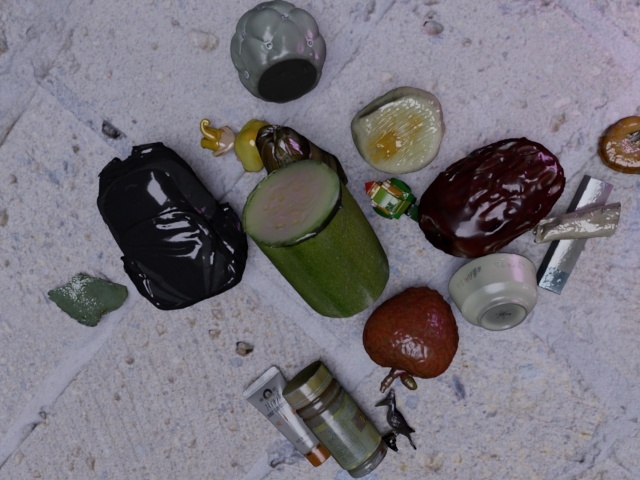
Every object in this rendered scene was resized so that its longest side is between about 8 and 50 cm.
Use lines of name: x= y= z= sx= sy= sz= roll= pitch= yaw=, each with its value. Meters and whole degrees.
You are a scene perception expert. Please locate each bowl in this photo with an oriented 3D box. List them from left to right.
bowl: x=0.461 y=0.151 z=1.574 sx=0.238 sy=0.126 sz=0.237 roll=-2 pitch=137 yaw=-2

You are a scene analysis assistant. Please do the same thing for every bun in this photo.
bun: x=0.206 y=-0.296 z=1.554 sx=0.244 sy=0.153 sz=0.243 roll=3 pitch=123 yaw=5

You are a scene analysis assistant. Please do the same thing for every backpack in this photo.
backpack: x=-0.411 y=-0.046 z=1.632 sx=0.363 sy=0.255 sz=0.445 roll=-21 pitch=113 yaw=12

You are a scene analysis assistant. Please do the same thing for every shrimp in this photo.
shrimp: x=0.842 y=-0.231 z=1.537 sx=0.249 sy=0.068 sz=0.150 roll=18 pitch=98 yaw=8

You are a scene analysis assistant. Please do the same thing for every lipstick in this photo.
lipstick: x=0.670 y=-0.015 z=1.600 sx=0.068 sy=0.066 sz=0.317 roll=22 pitch=104 yaw=4

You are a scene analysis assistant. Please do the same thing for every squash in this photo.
squash: x=0.000 y=0.000 z=1.494 sx=0.263 sy=0.263 sz=0.384 roll=-22 pitch=142 yaw=11

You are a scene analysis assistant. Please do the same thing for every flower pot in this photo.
flower pot: x=-0.105 y=-0.475 z=1.507 sx=0.246 sy=0.246 sz=0.195 roll=-20 pitch=67 yaw=10

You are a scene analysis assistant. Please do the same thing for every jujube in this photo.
jujube: x=0.423 y=-0.106 z=1.518 sx=0.377 sy=0.258 sz=0.258 roll=-37 pitch=96 yaw=12

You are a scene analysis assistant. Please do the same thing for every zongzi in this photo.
zongzi: x=-0.116 y=-0.159 z=1.577 sx=0.288 sy=0.286 sz=0.134 roll=-32 pitch=55 yaw=23

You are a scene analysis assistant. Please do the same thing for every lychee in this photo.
lychee: x=0.237 y=0.269 z=1.620 sx=0.255 sy=0.255 sz=0.300 roll=24 pitch=68 yaw=1

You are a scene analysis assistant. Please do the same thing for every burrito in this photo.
burrito: x=0.649 y=-0.037 z=1.533 sx=0.226 sy=0.060 sz=0.086 roll=-10 pitch=94 yaw=12

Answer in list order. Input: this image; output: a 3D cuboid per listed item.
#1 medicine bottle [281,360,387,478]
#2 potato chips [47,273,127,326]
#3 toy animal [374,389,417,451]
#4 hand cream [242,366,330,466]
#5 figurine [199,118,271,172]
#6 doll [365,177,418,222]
medicine bottle: x=0.045 y=0.519 z=1.742 sx=0.151 sy=0.151 sz=0.322 roll=-38 pitch=94 yaw=13
potato chips: x=-0.698 y=0.177 z=1.810 sx=0.228 sy=0.059 sz=0.167 roll=-28 pitch=88 yaw=12
toy animal: x=0.224 y=0.538 z=1.784 sx=0.105 sy=0.070 sz=0.202 roll=-13 pitch=98 yaw=-4
hand cream: x=-0.084 y=0.528 z=1.805 sx=0.140 sy=0.089 sz=0.314 roll=-44 pitch=87 yaw=7
figurine: x=-0.207 y=-0.265 z=1.630 sx=0.246 sy=0.131 sz=0.156 roll=8 pitch=80 yaw=15
doll: x=0.190 y=-0.107 z=1.587 sx=0.134 sy=0.186 sz=0.106 roll=43 pitch=106 yaw=26
